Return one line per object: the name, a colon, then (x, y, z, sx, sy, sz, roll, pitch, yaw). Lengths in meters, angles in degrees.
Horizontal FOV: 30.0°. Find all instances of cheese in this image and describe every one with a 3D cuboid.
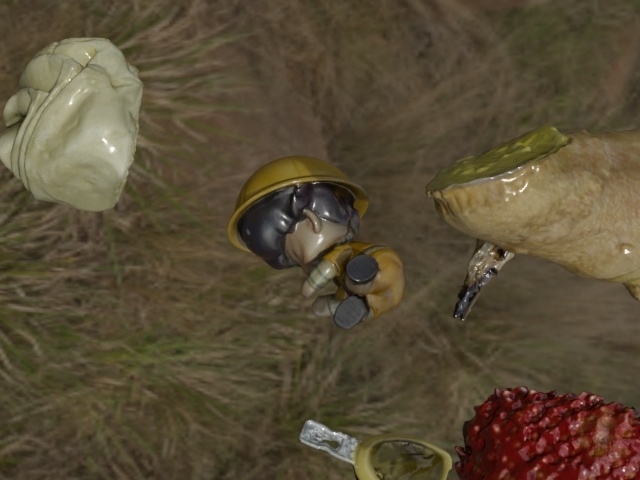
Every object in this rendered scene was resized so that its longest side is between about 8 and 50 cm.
cheese: (0.055, 0.232, 1.264, 0.036, 0.163, 0.086, 109, 5, -62)

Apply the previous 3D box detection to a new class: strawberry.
strawberry: (0.185, 0.183, 0.932, 0.087, 0.208, 0.167, -3, 68, -42)

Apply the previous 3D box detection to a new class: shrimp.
shrimp: (0.276, 0.009, 1.793, 0.066, 0.117, 0.262, 50, 53, -31)

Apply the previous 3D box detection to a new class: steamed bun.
steamed bun: (-0.395, -0.195, 1.872, 0.203, 0.276, 0.289, 11, 60, -17)

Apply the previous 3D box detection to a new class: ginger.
ginger: (0.262, -0.040, 1.144, 0.354, 0.126, 0.189, 6, 91, -22)

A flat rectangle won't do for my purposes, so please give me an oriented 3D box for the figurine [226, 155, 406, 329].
figurine: (0.004, -0.003, 1.538, 0.167, 0.257, 0.192, -40, 154, -20)
